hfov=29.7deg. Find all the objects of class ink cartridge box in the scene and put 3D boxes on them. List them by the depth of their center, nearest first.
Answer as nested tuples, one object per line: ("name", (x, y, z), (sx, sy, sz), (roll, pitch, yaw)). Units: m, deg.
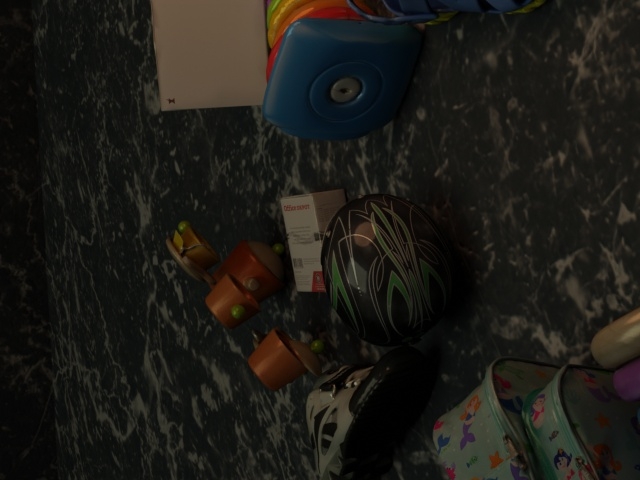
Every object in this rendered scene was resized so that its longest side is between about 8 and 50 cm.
("ink cartridge box", (0.000, 0.000, 1.668), (0.099, 0.056, 0.135), (-3, 99, 62))

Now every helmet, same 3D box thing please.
("helmet", (0.079, 0.033, 1.419), (0.161, 0.169, 0.169), (91, 154, -57))

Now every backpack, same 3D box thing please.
("backpack", (0.236, 0.222, 1.136), (0.191, 0.225, 0.253), (-57, 42, 25))

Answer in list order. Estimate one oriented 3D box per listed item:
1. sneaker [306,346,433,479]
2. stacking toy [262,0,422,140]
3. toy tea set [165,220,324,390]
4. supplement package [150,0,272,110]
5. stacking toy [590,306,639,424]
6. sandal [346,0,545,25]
("sneaker", (0.042, 0.215, 1.602), (0.146, 0.122, 0.331), (60, 147, 28))
("stacking toy", (-0.010, -0.280, 1.503), (0.166, 0.175, 0.302), (111, 150, -42))
("toy tea set", (-0.077, 0.086, 1.742), (0.336, 0.124, 0.200), (51, -176, 36))
("supplement package", (-0.141, -0.292, 1.642), (0.203, 0.149, 0.194), (-91, -2, -72))
("stacking toy", (0.362, 0.197, 1.005), (0.330, 0.141, 0.141), (63, 150, 13))
("sandal", (0.128, -0.280, 1.232), (0.317, 0.138, 0.126), (-10, 90, 61))
